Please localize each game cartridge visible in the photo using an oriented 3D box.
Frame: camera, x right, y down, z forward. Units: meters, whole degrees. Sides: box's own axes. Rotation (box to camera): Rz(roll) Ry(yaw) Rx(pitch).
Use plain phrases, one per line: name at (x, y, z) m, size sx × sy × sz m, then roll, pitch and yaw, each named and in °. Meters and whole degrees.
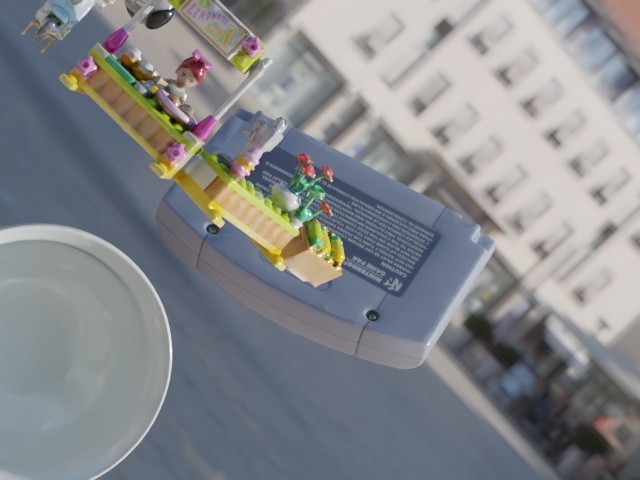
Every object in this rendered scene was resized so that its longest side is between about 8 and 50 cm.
game cartridge at (0.000, 0.000, 1.769) m, size 0.297 × 0.198 × 0.062 m, roll 29°, pitch -36°, yaw 10°

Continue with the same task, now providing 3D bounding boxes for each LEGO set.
LEGO set at (-0.059, -0.081, 1.209) m, size 0.287 × 0.107 × 0.132 m, roll 42°, pitch 5°, yaw -18°

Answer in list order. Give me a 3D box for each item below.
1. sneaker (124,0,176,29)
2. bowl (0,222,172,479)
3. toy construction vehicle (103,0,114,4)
sneaker at (-0.170, -0.244, 1.566) m, size 0.132 × 0.086 × 0.229 m, roll 67°, pitch 22°, yaw -3°
bowl at (-0.318, 0.116, 1.964) m, size 0.298 × 0.298 × 0.134 m, roll 47°, pitch -4°, yaw -19°
toy construction vehicle at (-0.251, -0.257, 1.795) m, size 0.098 × 0.086 × 0.035 m, roll 13°, pitch 76°, yaw -65°
